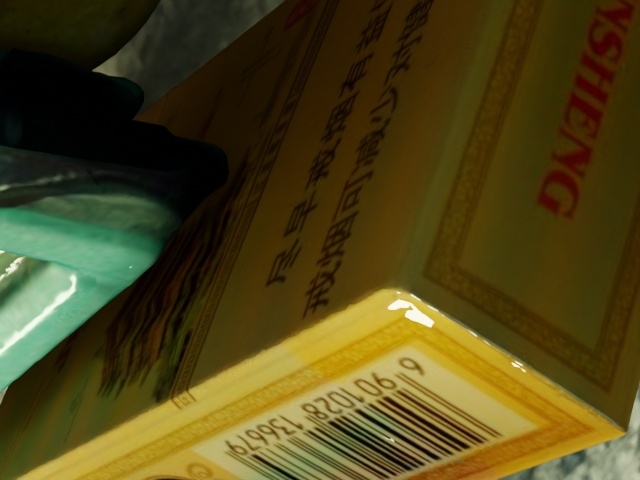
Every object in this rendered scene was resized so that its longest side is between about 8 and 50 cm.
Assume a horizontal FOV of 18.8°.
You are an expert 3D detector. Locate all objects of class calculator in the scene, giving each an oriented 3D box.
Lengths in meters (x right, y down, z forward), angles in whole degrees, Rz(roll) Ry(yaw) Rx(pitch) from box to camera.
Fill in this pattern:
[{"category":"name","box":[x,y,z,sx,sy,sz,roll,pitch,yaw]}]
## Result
[{"category":"calculator","box":[-0.200,0.014,0.547,0.274,0.058,0.248,14,139,-40]}]

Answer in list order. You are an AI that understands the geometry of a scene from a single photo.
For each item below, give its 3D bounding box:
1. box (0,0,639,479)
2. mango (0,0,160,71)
[{"category":"box","box":[0.000,0.000,0.590,0.076,0.274,0.174,33,57,-19]},{"category":"mango","box":[-0.125,-0.147,0.546,0.166,0.136,0.236,-24,119,-17]}]
